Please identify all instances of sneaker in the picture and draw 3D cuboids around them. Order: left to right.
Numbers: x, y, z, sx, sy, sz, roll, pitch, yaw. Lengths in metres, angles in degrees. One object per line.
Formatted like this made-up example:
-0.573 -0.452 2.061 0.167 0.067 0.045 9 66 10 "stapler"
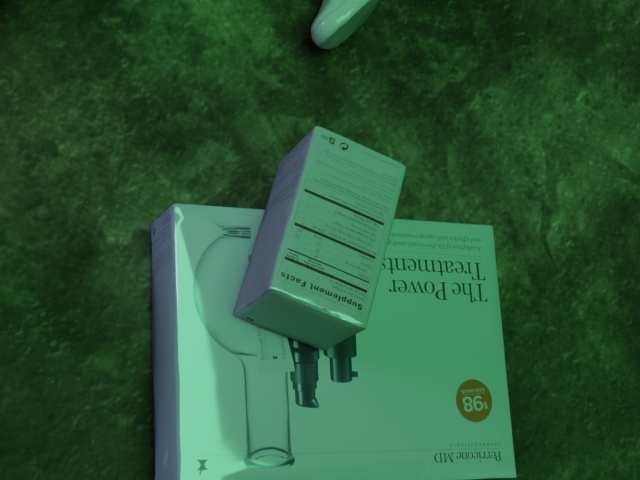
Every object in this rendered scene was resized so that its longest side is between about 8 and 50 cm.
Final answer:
0.034 -0.309 1.286 0.094 0.080 0.212 38 60 -1 "sneaker"

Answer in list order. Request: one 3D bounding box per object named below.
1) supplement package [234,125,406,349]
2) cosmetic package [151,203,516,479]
0.000 0.000 1.082 0.105 0.105 0.179 23 66 -16 "supplement package"
0.015 0.118 1.169 0.377 0.097 0.284 3 76 -24 "cosmetic package"
